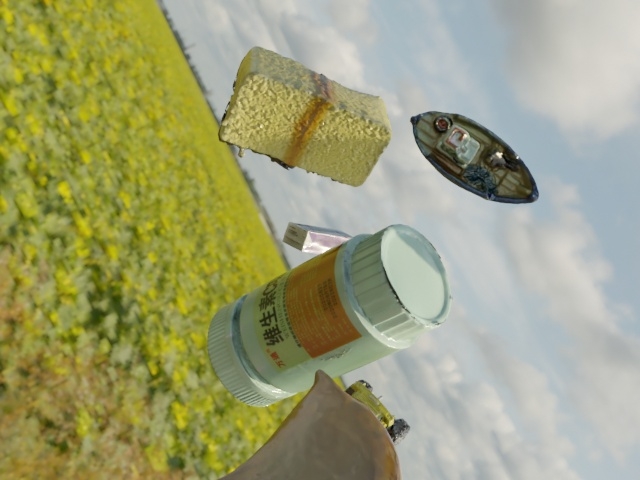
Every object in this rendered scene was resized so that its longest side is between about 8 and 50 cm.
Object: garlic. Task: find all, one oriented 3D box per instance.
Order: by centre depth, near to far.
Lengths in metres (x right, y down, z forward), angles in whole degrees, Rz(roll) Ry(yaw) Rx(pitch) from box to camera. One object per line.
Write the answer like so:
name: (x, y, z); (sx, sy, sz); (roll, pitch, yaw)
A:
garlic: (-0.064, 0.277, 0.973); (0.196, 0.338, 0.151); (55, -35, 12)

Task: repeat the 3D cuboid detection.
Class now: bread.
bread: (-0.017, -0.211, 1.674); (0.142, 0.266, 0.178); (138, -31, -64)

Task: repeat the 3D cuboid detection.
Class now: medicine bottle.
medicine bottle: (0.010, 0.100, 1.338); (0.158, 0.318, 0.158); (29, 48, -37)

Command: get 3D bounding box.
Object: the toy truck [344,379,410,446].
toy truck: (0.065, 0.363, 1.852); (0.136, 0.111, 0.286); (46, -35, 24)

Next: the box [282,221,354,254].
box: (0.000, 0.000, 1.586); (0.117, 0.036, 0.050); (8, 13, -44)

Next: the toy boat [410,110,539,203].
toy boat: (0.272, -0.146, 1.793); (0.262, 0.114, 0.115); (32, 2, -10)
